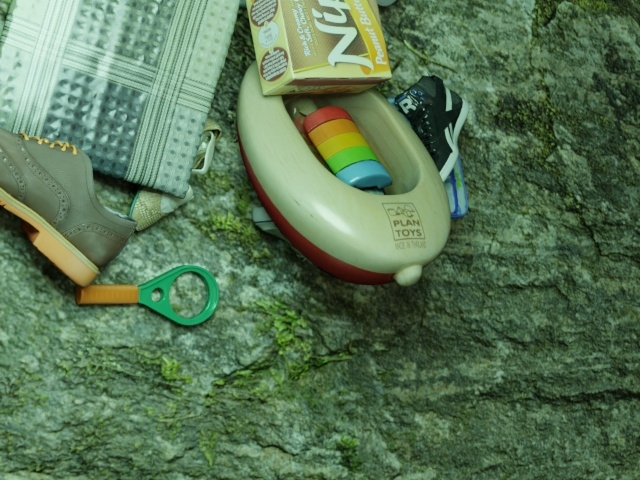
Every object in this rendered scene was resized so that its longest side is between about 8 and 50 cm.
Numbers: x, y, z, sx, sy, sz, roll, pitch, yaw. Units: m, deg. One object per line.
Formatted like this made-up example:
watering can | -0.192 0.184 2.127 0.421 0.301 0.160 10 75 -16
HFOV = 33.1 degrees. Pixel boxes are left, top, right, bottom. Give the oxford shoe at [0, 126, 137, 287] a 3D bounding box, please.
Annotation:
oxford shoe | -0.385 -0.100 1.408 0.133 0.130 0.363 -44 127 -8

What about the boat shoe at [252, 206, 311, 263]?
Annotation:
boat shoe | 0.000 0.000 1.746 0.268 0.096 0.088 13 79 -45

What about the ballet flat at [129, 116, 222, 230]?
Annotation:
ballet flat | -0.207 -0.099 1.587 0.206 0.067 0.073 -64 158 -15

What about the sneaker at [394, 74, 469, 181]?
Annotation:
sneaker | 0.163 -0.181 1.750 0.121 0.079 0.216 36 47 -17

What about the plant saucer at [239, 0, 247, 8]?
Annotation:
plant saucer | -0.090 -0.562 1.653 0.401 0.101 0.400 -2 93 -37

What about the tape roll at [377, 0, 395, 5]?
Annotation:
tape roll | 0.085 -0.494 1.748 0.219 0.072 0.219 -41 137 -53

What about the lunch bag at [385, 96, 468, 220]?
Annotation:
lunch bag | 0.161 -0.132 1.833 0.176 0.090 0.218 8 68 -36

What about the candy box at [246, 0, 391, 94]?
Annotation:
candy box | -0.017 -0.374 1.563 0.183 0.088 0.316 -7 85 -37

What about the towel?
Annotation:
towel | -0.286 -0.255 1.498 0.312 0.056 0.324 17 87 -23

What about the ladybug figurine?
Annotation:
ladybug figurine | 0.020 -0.097 1.610 0.305 0.162 0.449 -1 49 -34

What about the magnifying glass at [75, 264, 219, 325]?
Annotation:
magnifying glass | -0.252 0.080 1.596 0.231 0.026 0.092 3 90 -39
